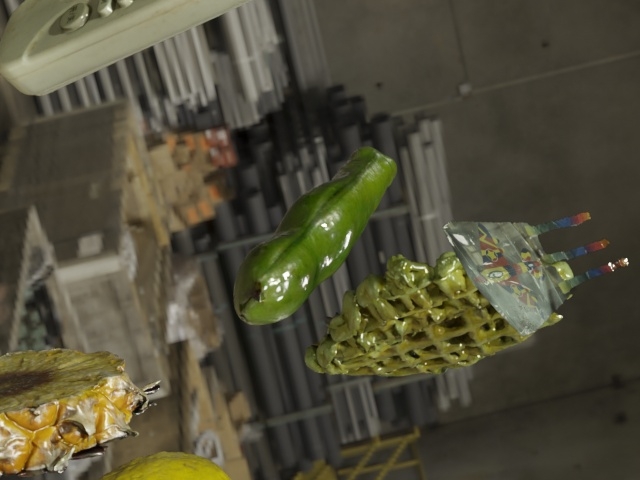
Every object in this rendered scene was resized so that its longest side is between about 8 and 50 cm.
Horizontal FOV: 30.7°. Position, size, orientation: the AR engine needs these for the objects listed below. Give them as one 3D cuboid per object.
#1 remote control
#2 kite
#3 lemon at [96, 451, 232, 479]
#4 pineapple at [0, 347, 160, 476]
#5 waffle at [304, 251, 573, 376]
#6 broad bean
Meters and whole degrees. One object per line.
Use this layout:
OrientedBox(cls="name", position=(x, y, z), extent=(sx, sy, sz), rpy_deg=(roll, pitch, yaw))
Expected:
OrientedBox(cls="remote control", position=(-0.098, -0.155, 0.727), extent=(0.049, 0.230, 0.090), rpy_deg=(52, 28, -38))
OrientedBox(cls="kite", position=(0.232, 0.020, 1.214), extent=(0.015, 0.245, 0.141), rpy_deg=(-48, -114, 43))
OrientedBox(cls="lemon", position=(-0.157, 0.295, 1.122), extent=(0.180, 0.193, 0.180), rpy_deg=(43, 12, -12))
OrientedBox(cls="pineapple", position=(-0.217, 0.115, 0.830), extent=(0.221, 0.221, 0.047), rpy_deg=(-103, -171, -78))
OrientedBox(cls="waffle", position=(0.148, 0.100, 1.454), extent=(0.317, 0.297, 0.073), rpy_deg=(-47, -131, 51))
OrientedBox(cls="broad bean", position=(0.005, -0.009, 0.909), extent=(0.098, 0.056, 0.318), rpy_deg=(-60, 174, 22))
